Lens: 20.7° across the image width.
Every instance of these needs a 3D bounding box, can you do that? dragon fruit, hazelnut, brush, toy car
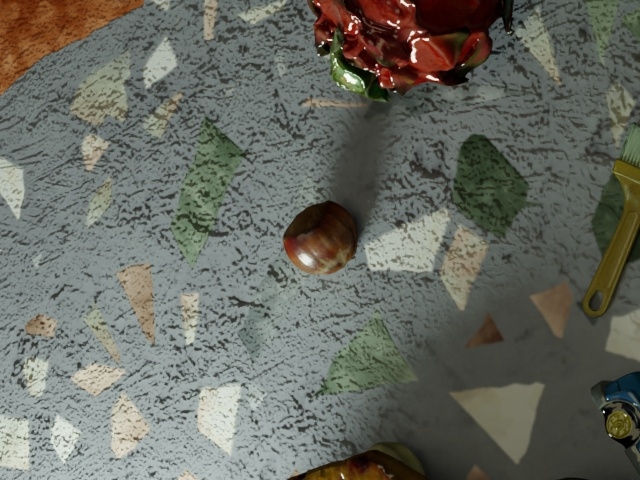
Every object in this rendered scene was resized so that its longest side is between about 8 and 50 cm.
[{"bbox_3d":[0.106,-0.291,1.884,0.234,0.234,0.293,25,69,33],"label":"dragon fruit"},{"bbox_3d":[0.000,0.000,1.992,0.086,0.086,0.086,-3,85,34],"label":"hazelnut"},{"bbox_3d":[0.319,-0.014,1.814,0.083,0.011,0.205,27,103,32],"label":"brush"},{"bbox_3d":[0.356,0.204,1.721,0.100,0.097,0.191,-39,67,21],"label":"toy car"}]

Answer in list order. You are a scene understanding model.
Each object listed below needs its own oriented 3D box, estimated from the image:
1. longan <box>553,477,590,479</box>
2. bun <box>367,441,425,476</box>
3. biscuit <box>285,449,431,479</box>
[{"bbox_3d":[0.250,0.330,1.740,0.167,0.167,0.187,-9,82,33],"label":"longan"},{"bbox_3d":[0.083,0.265,1.928,0.086,0.055,0.086,-12,73,46],"label":"bun"},{"bbox_3d":[0.068,0.398,1.895,0.359,0.046,0.359,10,107,36],"label":"biscuit"}]
